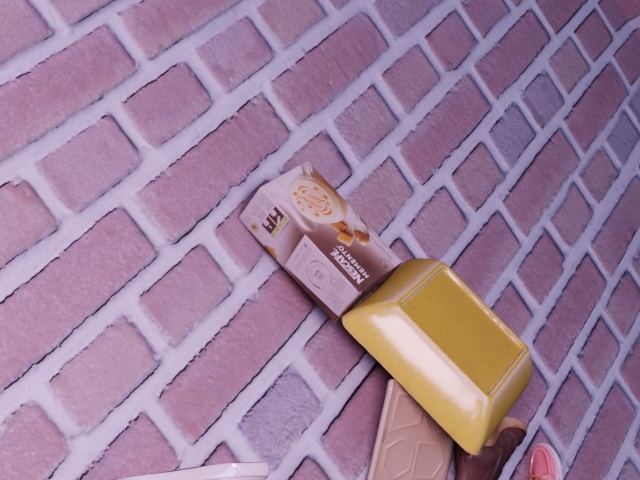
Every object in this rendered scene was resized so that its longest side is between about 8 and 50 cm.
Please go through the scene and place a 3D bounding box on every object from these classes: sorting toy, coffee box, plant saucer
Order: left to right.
[{"bbox_3d":[0.000,0.000,1.897,0.246,0.098,0.141,48,43,9],"label":"coffee box"},{"bbox_3d":[0.165,0.342,1.949,0.208,0.038,0.193,12,92,-42],"label":"sorting toy"},{"bbox_3d":[0.237,0.178,1.996,0.333,0.081,0.333,45,33,7],"label":"plant saucer"}]

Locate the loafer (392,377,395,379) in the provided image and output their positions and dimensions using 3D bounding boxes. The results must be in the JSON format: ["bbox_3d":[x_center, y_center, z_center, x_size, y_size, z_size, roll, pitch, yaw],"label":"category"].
[{"bbox_3d":[0.208,0.292,2.038,0.223,0.076,0.078,7,103,-40],"label":"loafer"}]

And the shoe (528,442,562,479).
[{"bbox_3d":[0.427,0.482,2.161,0.081,0.063,0.178,16,65,-44],"label":"shoe"}]

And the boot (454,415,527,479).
[{"bbox_3d":[0.304,0.422,2.069,0.248,0.090,0.207,32,70,-58],"label":"boot"}]

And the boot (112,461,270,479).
[{"bbox_3d":[-0.181,0.392,1.607,0.258,0.095,0.123,-1,78,-35],"label":"boot"}]
